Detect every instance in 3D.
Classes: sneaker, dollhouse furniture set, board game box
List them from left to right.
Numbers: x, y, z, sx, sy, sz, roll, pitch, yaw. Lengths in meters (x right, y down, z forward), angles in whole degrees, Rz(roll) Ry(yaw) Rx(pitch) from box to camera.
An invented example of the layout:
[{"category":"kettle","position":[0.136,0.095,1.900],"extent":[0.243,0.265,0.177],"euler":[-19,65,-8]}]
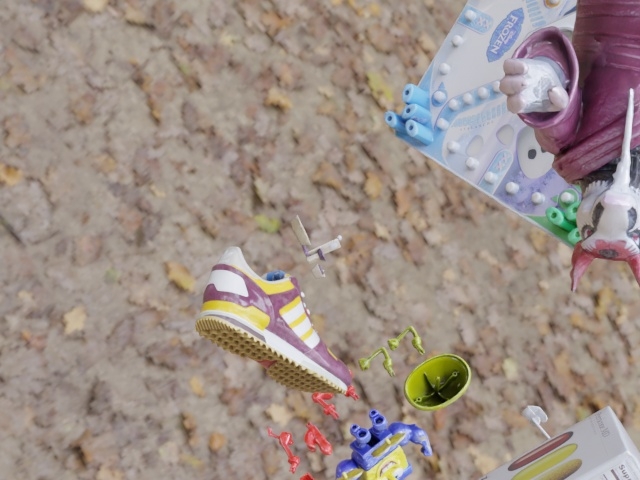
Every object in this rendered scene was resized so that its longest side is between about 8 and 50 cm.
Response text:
[{"category":"sneaker","position":[-0.028,0.074,0.956],"extent":[0.185,0.069,0.084],"euler":[38,57,-43]},{"category":"dollhouse furniture set","position":[0.000,0.000,2.161],"extent":[0.114,0.081,0.091],"euler":[64,3,-47]},{"category":"board game box","position":[0.299,-0.231,1.370],"extent":[0.050,0.390,0.390],"euler":[22,12,-47]}]

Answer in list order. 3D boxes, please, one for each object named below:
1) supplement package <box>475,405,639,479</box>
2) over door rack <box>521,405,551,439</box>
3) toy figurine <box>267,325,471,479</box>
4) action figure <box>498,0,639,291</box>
[{"category":"supplement package","position":[0.263,0.320,1.228],"extent":[0.134,0.244,0.139],"euler":[56,11,-8]},{"category":"over door rack","position":[0.382,0.486,2.018],"extent":[0.108,0.239,0.324],"euler":[28,18,-33]},{"category":"toy figurine","position":[0.103,0.355,1.946],"extent":[0.362,0.191,0.217],"euler":[-36,137,-22]},{"category":"action figure","position":[0.209,-0.147,0.736],"extent":[0.248,0.276,0.370],"euler":[13,95,-14]}]
